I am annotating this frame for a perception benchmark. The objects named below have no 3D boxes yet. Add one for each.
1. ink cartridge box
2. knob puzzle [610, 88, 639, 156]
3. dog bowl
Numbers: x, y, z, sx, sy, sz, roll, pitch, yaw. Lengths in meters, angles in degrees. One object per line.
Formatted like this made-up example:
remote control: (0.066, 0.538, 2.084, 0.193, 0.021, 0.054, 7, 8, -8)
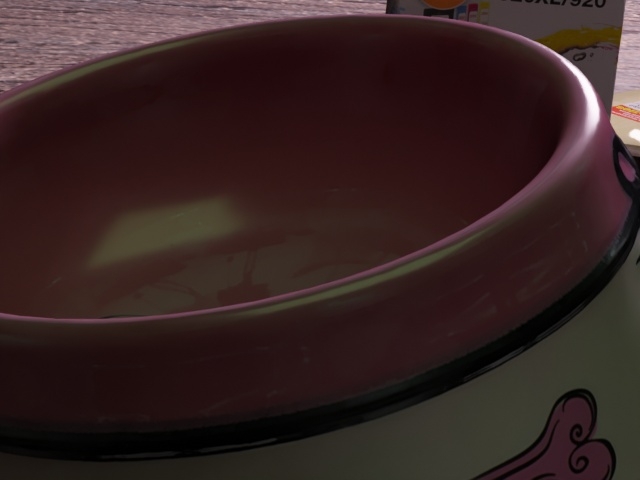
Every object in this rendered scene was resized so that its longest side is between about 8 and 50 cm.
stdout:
ink cartridge box: (0.135, -0.161, 1.499, 0.171, 0.233, 0.168, 5, 19, -1)
knob puzzle: (0.294, -0.084, 1.630, 0.213, 0.030, 0.213, 5, 19, -2)
dog bowl: (-0.032, 0.022, 0.903, 0.408, 0.150, 0.408, -8, 26, 4)
